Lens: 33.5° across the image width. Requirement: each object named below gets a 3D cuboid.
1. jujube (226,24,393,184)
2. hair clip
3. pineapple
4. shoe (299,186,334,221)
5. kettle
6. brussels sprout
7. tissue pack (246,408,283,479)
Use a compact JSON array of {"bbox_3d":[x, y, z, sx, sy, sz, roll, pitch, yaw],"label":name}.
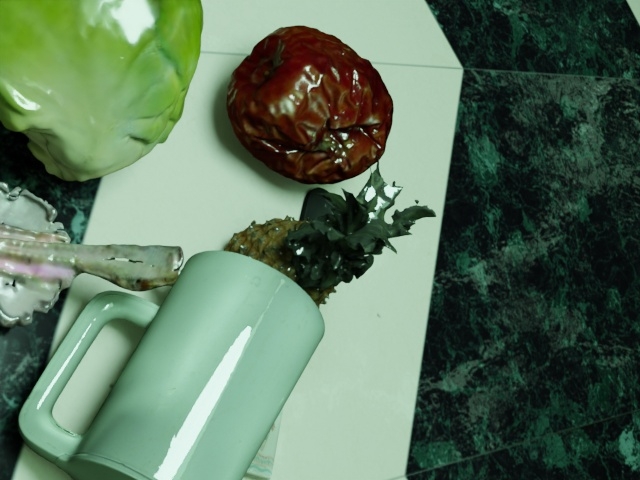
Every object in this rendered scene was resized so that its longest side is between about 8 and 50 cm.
[{"bbox_3d":[-0.016,-0.190,1.531,0.232,0.213,0.213,35,57,-38],"label":"jujube"},{"bbox_3d":[-0.315,0.023,1.269,0.300,0.069,0.173,8,68,-5],"label":"hair clip"},{"bbox_3d":[0.010,0.004,1.387,0.165,0.364,0.165,15,64,-32],"label":"pineapple"},{"bbox_3d":[0.000,0.000,1.586,0.071,0.049,0.179,22,64,-32],"label":"shoe"},{"bbox_3d":[-0.170,0.174,1.301,0.265,0.205,0.318,44,57,-24],"label":"kettle"},{"bbox_3d":[-0.296,-0.248,1.299,0.344,0.268,0.344,-2,95,-24],"label":"brussels sprout"},{"bbox_3d":[-0.084,0.269,1.455,0.056,0.023,0.108,24,62,-32],"label":"tissue pack"}]
